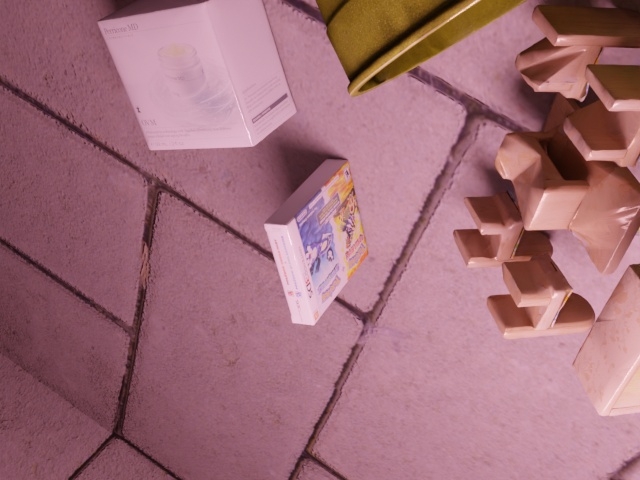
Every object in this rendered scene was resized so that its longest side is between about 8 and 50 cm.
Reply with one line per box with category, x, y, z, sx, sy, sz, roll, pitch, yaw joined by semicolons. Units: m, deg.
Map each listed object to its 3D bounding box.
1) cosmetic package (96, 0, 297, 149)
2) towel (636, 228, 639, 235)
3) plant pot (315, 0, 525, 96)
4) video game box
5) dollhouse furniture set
cosmetic package;-0.188;-0.269;1.215;0.224;0.138;0.225;2;122;34
towel;0.426;-0.033;1.052;0.083;0.009;0.060;8;127;32
plant pot;0.099;-0.393;0.790;0.366;0.366;0.353;-28;95;45
video game box;0.000;0.000;1.240;0.048;0.205;0.187;8;127;29
dollhouse furniture set;0.376;-0.017;0.911;0.256;0.394;0.362;-2;133;-15
